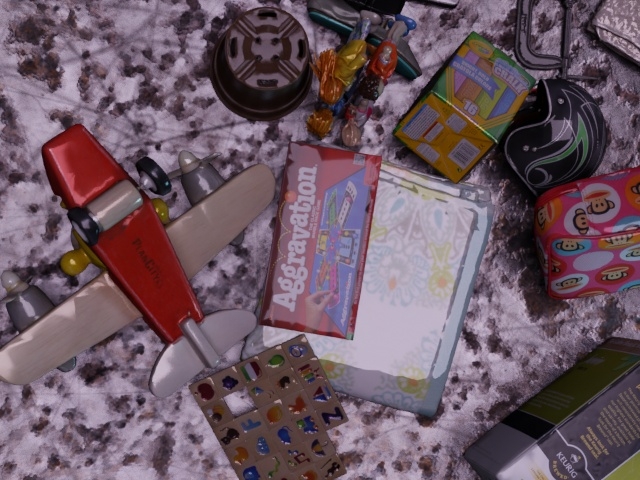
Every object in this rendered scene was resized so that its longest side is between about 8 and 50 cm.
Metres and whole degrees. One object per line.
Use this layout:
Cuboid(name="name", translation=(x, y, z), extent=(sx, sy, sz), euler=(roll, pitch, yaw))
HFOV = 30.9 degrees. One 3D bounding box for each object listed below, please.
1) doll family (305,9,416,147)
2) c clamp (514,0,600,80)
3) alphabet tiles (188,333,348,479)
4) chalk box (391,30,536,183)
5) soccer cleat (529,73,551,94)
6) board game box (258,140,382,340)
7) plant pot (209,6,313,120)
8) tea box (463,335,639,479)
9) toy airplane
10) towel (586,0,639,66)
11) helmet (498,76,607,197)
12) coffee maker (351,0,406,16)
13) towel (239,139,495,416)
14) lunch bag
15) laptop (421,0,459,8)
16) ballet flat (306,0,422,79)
Cuboid(name="doll family", translation=(0.039, -0.236, 1.732), extent=(0.118, 0.263, 0.163), euler=(26, 69, 1))
Cuboid(name="c clamp", translation=(0.383, -0.338, 1.885), extent=(0.137, 0.022, 0.161), euler=(-2, 89, -1))
Cuboid(name="alphabet tiles", translation=(-0.062, 0.282, 1.776), extent=(0.198, 0.009, 0.237), euler=(-25, 105, 7))
Cuboid(name="chalk box", translation=(0.232, -0.220, 1.788), extent=(0.132, 0.132, 0.213), euler=(37, 53, -3))
Cuboid(name="soccer cleat", translation=(0.371, -0.252, 1.874), extent=(0.083, 0.029, 0.036), euler=(5, 91, -1))
Cuboid(name="board game box", translation=(0.000, 0.000, 1.742), extent=(0.145, 0.027, 0.281), euler=(9, 85, -2))
Cuboid(name="plant pot", translation=(-0.086, -0.274, 1.759), extent=(0.167, 0.165, 0.167), euler=(0, 88, -6))
Cuboid(name="tea box", translation=(0.456, 0.371, 1.762), extent=(0.323, 0.220, 0.329), euler=(-36, 92, -5))
Cuboid(name="toy airplane", translation=(-0.271, 0.035, 1.704), extent=(0.386, 0.272, 0.384), euler=(8, 101, -38))
Cuboid(name="towel", translation=(0.576, -0.411, 1.892), extent=(0.187, 0.049, 0.282), euler=(30, 85, -5))
Cuboid(name="helmet", translation=(0.365, -0.163, 1.803), extent=(0.161, 0.169, 0.169), euler=(-37, 92, 11))
Cuboid(name="coffee maker", translation=(0.118, -0.436, 1.763), extent=(0.171, 0.120, 0.178), euler=(21, 114, -11))
Cuboid(name="towel", translation=(0.079, 0.056, 1.805), extent=(0.320, 0.090, 0.374), euler=(17, 86, -2))
Cuboid(name="lunch bag", translation=(0.477, -0.001, 1.772), extent=(0.293, 0.258, 0.120), euler=(-10, 58, 4))
Cuboid(name="laptop", translation=(0.080, -0.611, 1.754), extent=(0.382, 0.236, 0.408), euler=(10, 87, -5))
Cuboid(name="ballet flat", translation=(0.081, -0.335, 1.826), extent=(0.213, 0.072, 0.068), euler=(31, 81, -3))
